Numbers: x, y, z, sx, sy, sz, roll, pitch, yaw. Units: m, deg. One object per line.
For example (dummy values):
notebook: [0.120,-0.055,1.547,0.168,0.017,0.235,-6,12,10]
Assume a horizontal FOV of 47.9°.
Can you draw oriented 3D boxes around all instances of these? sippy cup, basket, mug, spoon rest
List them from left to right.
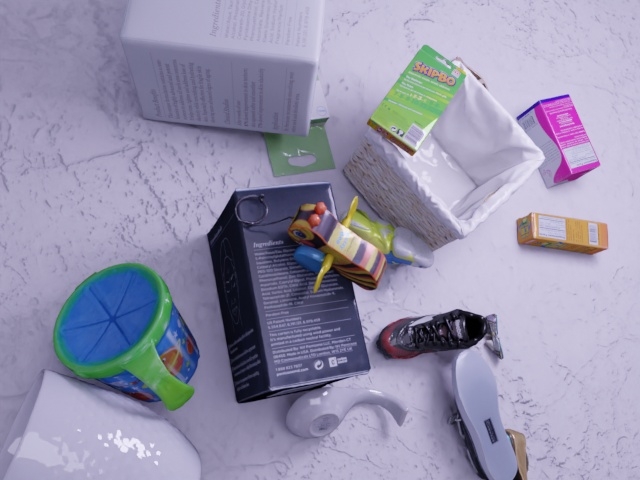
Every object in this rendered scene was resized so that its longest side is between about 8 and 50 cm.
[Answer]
mug: [-0.399,0.447,1.273,0.328,0.276,0.374,25,30,-20]
sippy cup: [-0.355,0.198,1.402,0.240,0.224,0.305,-14,51,12]
spoon rest: [0.052,0.371,1.576,0.276,0.137,0.084,3,31,-25]
basket: [0.279,-0.185,1.731,0.328,0.266,0.331,-41,90,-25]

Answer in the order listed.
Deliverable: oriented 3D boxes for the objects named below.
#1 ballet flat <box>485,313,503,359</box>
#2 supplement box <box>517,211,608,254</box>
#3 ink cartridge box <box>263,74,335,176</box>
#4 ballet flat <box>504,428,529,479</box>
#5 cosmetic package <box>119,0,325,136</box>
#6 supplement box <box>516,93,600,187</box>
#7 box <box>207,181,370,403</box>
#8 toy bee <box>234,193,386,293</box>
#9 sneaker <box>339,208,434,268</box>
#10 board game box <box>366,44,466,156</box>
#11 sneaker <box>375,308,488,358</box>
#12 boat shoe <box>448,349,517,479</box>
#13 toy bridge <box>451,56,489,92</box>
ballet flat: [0.424,0.239,1.778,0.041,0.041,0.114,0,73,-19]
supplement box: [0.640,-0.018,1.905,0.234,0.078,0.080,9,74,-15]
ink cartridge box: [-0.059,-0.284,1.766,0.171,0.056,0.235,-10,75,-22]
ballet flat: [0.460,0.556,1.669,0.073,0.080,0.232,10,71,-31]
cosmetic package: [-0.195,-0.460,1.585,0.394,0.329,0.327,6,71,-4]
supplement box: [0.648,-0.271,1.966,0.114,0.111,0.220,-15,80,-23]
box: [-0.080,0.116,1.502,0.212,0.293,0.395,-7,77,-21]
toy bee: [0.000,0.000,1.317,0.298,0.162,0.195,9,73,-17]
sneaker: [0.145,0.021,1.699,0.240,0.126,0.091,30,39,9]
board game box: [0.217,-0.315,1.591,0.124,0.039,0.259,36,67,-1]
sneaker: [0.269,0.214,1.677,0.276,0.135,0.097,-5,77,-19]
boat shoe: [0.359,0.405,1.665,0.113,0.105,0.306,-20,87,-27]
toy bridge: [0.424,-0.428,1.987,0.063,0.026,0.188,-26,83,-26]
